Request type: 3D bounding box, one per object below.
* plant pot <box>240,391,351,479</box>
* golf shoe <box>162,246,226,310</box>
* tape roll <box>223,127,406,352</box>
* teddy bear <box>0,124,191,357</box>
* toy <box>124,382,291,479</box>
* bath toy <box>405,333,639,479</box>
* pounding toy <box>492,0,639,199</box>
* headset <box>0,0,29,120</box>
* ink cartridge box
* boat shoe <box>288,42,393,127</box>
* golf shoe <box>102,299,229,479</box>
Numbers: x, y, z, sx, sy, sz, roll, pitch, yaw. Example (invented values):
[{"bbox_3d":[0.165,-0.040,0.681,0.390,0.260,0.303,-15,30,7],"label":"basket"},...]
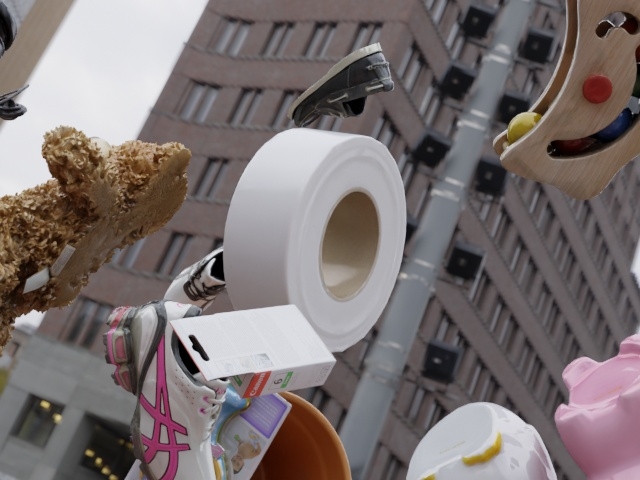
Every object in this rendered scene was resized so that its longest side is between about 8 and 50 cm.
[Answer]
[{"bbox_3d":[-0.128,0.365,1.475,0.291,0.290,0.203,31,-23,-20],"label":"plant pot"},{"bbox_3d":[-0.189,0.063,1.628,0.077,0.198,0.094,51,8,6],"label":"golf shoe"},{"bbox_3d":[0.000,0.000,1.298,0.100,0.286,0.286,11,-24,32],"label":"tape roll"},{"bbox_3d":[-0.278,-0.008,0.995,0.113,0.338,0.245,34,-24,16],"label":"teddy bear"},{"bbox_3d":[-0.147,0.237,1.075,0.137,0.237,0.056,33,1,32],"label":"toy"},{"bbox_3d":[0.209,0.128,0.575,0.348,0.151,0.129,-28,-76,32],"label":"bath toy"},{"bbox_3d":[0.277,-0.158,0.947,0.154,0.269,0.155,40,16,-10],"label":"pounding toy"},{"bbox_3d":[-0.542,-0.245,1.420,0.185,0.243,0.394,12,-8,15],"label":"headset"},{"bbox_3d":[-0.052,0.082,0.729,0.115,0.029,0.063,-4,42,-40],"label":"ink cartridge box"},{"bbox_3d":[0.026,-0.214,1.520,0.233,0.084,0.079,-28,-87,54],"label":"boat shoe"},{"bbox_3d":[-0.113,0.139,0.822,0.086,0.067,0.186,-9,-74,20],"label":"golf shoe"}]
